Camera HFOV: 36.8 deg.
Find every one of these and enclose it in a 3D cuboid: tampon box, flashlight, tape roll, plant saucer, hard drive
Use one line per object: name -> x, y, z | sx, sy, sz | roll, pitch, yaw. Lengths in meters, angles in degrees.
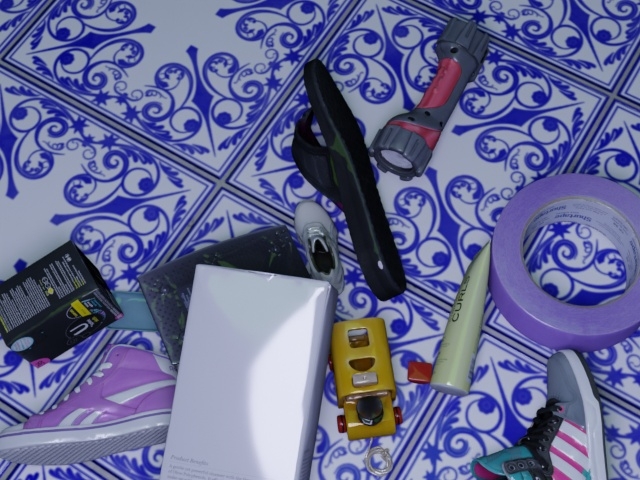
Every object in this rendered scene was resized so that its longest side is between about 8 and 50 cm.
tampon box -> -0.412, 0.102, 1.488 | 0.161, 0.120, 0.101 | -33, 64, -6
flashlight -> 0.189, -0.249, 1.650 | 0.103, 0.103, 0.304 | 22, 69, 15
tape roll -> 0.403, 0.034, 1.518 | 0.274, 0.090, 0.275 | -1, 65, 2
plant saucer -> -0.245, 0.119, 1.541 | 0.192, 0.018, 0.067 | 4, 66, 3
hard drive -> -0.142, 0.088, 1.513 | 0.254, 0.054, 0.172 | -20, 70, -16

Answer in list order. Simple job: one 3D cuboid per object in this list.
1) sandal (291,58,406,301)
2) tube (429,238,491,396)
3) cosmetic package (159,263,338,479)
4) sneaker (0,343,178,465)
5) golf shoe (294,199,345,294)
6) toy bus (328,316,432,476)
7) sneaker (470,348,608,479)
sandal -> 0.021, -0.104, 1.564 | 0.107, 0.167, 0.446 | -22, 65, 15
tube -> 0.225, 0.120, 1.493 | 0.070, 0.062, 0.240 | -2, 64, 44
cosmetic package -> -0.099, 0.228, 1.355 | 0.196, 0.155, 0.366 | 10, 83, 8
sneaker -> -0.349, 0.243, 1.451 | 0.282, 0.102, 0.161 | -8, 62, -13
golf shoe -> 0.000, 0.000, 1.550 | 0.069, 0.086, 0.176 | -17, 64, -4
toy bus -> 0.066, 0.215, 1.438 | 0.202, 0.104, 0.191 | 33, 71, 16
sneaker -> 0.306, 0.300, 1.387 | 0.178, 0.124, 0.296 | 3, 66, -7
